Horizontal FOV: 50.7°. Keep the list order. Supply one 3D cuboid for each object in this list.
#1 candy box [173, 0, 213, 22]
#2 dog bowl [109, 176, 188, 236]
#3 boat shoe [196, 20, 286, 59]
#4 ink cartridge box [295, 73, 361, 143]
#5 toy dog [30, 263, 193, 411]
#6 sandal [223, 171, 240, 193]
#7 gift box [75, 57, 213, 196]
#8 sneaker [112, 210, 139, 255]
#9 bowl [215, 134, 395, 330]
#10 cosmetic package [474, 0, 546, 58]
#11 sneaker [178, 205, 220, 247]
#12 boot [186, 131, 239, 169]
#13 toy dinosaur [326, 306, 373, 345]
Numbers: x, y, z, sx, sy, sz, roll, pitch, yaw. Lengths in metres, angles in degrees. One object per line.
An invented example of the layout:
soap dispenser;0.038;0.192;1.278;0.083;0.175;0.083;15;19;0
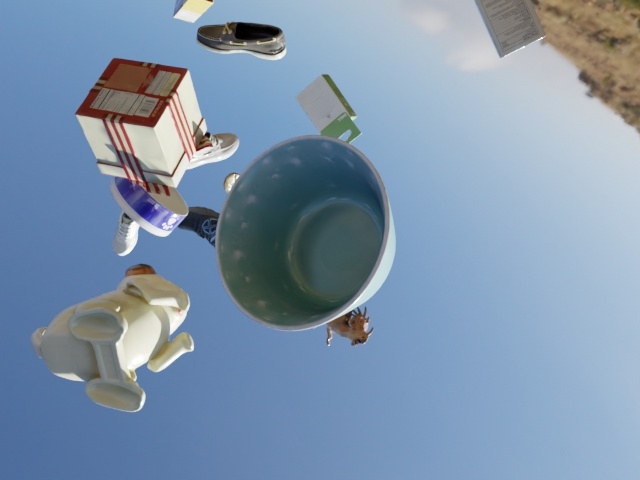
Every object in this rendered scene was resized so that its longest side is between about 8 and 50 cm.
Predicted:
candy box;-0.267;-0.547;1.451;0.053;0.109;0.186;9;-179;-25
dog bowl;-0.581;-0.145;2.298;0.265;0.104;0.265;45;-168;-12
boat shoe;-0.195;-0.497;1.633;0.227;0.069;0.081;10;-123;8
ink cartridge box;0.032;-0.370;1.977;0.209;0.109;0.062;55;-155;3
toy dog;-0.523;0.236;1.833;0.395;0.284;0.408;-9;-163;24
sandal;-0.285;-0.187;2.274;0.049;0.072;0.180;55;-178;20
gift box;-0.440;-0.284;1.756;0.276;0.258;0.255;16;-122;14
sneaker;-0.696;-0.053;2.427;0.087;0.229;0.092;23;-173;5
bowl;0.000;0.000;1.110;0.311;0.311;0.163;43;-170;30
cosmetic package;0.603;-0.776;2.225;0.309;0.160;0.113;64;-163;-9
sneaker;-0.406;-0.040;2.528;0.341;0.140;0.125;6;160;22
boot;-0.383;-0.333;2.340;0.258;0.123;0.095;-31;-102;-31
toy dinosaur;0.071;0.236;2.307;0.127;0.200;0.296;27;-136;-63
